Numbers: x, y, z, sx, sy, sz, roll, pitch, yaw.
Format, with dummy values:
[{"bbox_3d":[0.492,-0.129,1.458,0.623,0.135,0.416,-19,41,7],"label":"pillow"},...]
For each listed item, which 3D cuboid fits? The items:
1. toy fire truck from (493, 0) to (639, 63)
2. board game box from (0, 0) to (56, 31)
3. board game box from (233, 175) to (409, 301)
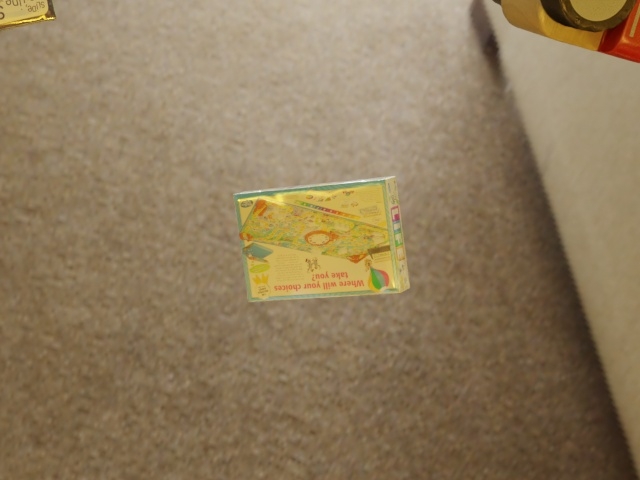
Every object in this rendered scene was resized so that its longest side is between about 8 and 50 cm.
[{"bbox_3d":[0.247,-0.221,0.978,0.246,0.217,0.158,12,11,-22],"label":"toy fire truck"},{"bbox_3d":[-0.309,-0.217,1.143,0.201,0.136,0.035,-20,17,-39],"label":"board game box"},{"bbox_3d":[0.000,0.000,1.351,0.154,0.103,0.026,-4,7,25],"label":"board game box"}]
